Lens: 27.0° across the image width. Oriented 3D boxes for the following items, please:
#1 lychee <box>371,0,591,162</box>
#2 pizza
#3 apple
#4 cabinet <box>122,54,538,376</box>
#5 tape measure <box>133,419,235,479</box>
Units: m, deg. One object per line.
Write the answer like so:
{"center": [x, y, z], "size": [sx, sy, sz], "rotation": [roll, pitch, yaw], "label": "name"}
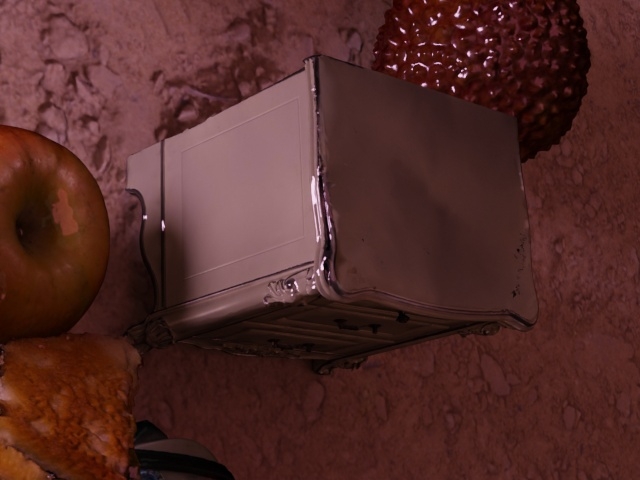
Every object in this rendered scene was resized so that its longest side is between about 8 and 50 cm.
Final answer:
{"center": [0.201, -0.223, 1.641], "size": [0.304, 0.276, 0.275], "rotation": [-34, 101, -23], "label": "lychee"}
{"center": [-0.210, 0.145, 1.079], "size": [0.147, 0.069, 0.226], "rotation": [25, 26, -24], "label": "pizza"}
{"center": [-0.298, 0.008, 1.164], "size": [0.235, 0.173, 0.210], "rotation": [-12, 86, -55], "label": "apple"}
{"center": [0.000, 0.000, 1.343], "size": [0.290, 0.318, 0.227], "rotation": [11, 68, -42], "label": "cabinet"}
{"center": [-0.163, 0.262, 1.249], "size": [0.207, 0.115, 0.235], "rotation": [-30, 98, -42], "label": "tape measure"}
